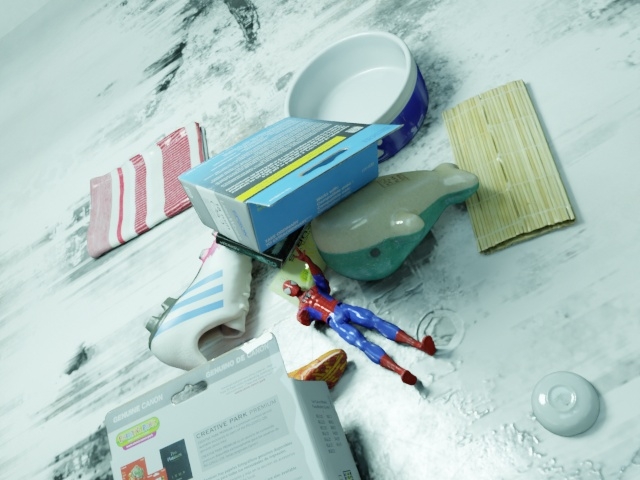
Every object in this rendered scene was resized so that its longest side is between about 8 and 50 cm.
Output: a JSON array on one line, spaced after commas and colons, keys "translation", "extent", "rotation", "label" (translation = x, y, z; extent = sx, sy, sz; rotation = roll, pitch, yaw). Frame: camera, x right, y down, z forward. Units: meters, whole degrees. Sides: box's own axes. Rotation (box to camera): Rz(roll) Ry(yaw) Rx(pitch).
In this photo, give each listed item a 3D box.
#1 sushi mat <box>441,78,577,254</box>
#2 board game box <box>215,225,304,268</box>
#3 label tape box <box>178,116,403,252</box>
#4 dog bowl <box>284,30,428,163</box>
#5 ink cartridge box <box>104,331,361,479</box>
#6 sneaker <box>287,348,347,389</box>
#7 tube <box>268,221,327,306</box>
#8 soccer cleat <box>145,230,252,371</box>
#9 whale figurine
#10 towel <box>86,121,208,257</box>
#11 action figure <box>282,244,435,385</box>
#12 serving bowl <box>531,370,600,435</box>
[{"translation": [0.298, -0.130, 1.038], "extent": [0.151, 0.019, 0.317], "rotation": [-21, 51, 21], "label": "sushi mat"}, {"translation": [-0.091, -0.042, 1.141], "extent": [0.126, 0.026, 0.186], "rotation": [22, 49, 7], "label": "board game box"}, {"translation": [-0.045, -0.092, 0.988], "extent": [0.240, 0.106, 0.333], "rotation": [-33, 27, -21], "label": "label tape box"}, {"translation": [0.068, -0.267, 1.214], "extent": [0.264, 0.104, 0.265], "rotation": [-16, 53, 23], "label": "dog bowl"}, {"translation": [-0.123, 0.315, 0.887], "extent": [0.309, 0.130, 0.272], "rotation": [-27, 67, 14], "label": "ink cartridge box"}, {"translation": [-0.035, 0.220, 0.985], "extent": [0.175, 0.064, 0.067], "rotation": [-38, 39, 1], "label": "sneaker"}, {"translation": [0.000, 0.000, 1.113], "extent": [0.240, 0.062, 0.070], "rotation": [-60, 11, -4], "label": "tube"}, {"translation": [-0.171, 0.091, 1.140], "extent": [0.143, 0.116, 0.331], "rotation": [28, 64, 7], "label": "soccer cleat"}, {"translation": [0.123, -0.030, 1.017], "extent": [0.271, 0.141, 0.216], "rotation": [-24, 23, -6], "label": "whale figurine"}, {"translation": [-0.400, -0.121, 1.455], "extent": [0.328, 0.037, 0.237], "rotation": [-27, 51, 14], "label": "towel"}, {"translation": [0.027, 0.106, 0.967], "extent": [0.280, 0.139, 0.091], "rotation": [24, 73, 39], "label": "action figure"}, {"translation": [0.308, 0.203, 0.805], "extent": [0.083, 0.027, 0.083], "rotation": [-15, 54, 22], "label": "serving bowl"}]
